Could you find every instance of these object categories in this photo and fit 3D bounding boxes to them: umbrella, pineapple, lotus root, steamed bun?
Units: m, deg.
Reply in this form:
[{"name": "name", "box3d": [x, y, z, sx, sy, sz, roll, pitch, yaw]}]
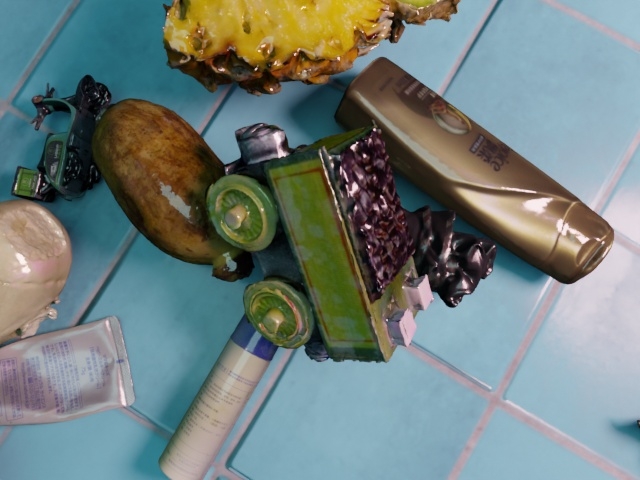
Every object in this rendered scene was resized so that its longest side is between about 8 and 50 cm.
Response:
[{"name": "umbrella", "box3d": [0.071, -0.024, 0.590, 0.272, 0.122, 0.110, 35, 42, 9]}, {"name": "pineapple", "box3d": [-0.002, -0.266, 0.593, 0.286, 0.209, 0.344, 17, 73, -7]}, {"name": "lotus root", "box3d": [-0.165, -0.053, 0.576, 0.128, 0.145, 0.260, -42, 82, 3]}, {"name": "steamed bun", "box3d": [-0.405, 0.066, 0.566, 0.238, 0.170, 0.152, -36, 103, -3]}]

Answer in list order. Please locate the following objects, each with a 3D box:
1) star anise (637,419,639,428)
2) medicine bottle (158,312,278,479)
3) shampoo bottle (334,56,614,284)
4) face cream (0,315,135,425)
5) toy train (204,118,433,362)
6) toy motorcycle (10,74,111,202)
[{"name": "star anise", "box3d": [0.448, 0.226, 0.568, 0.129, 0.056, 0.124, -29, 82, -2]}, {"name": "medicine bottle", "box3d": [-0.109, 0.174, 0.590, 0.059, 0.059, 0.231, 30, 84, 5]}, {"name": "shampoo bottle", "box3d": [0.183, -0.083, 0.595, 0.350, 0.084, 0.125, 38, 54, 5]}, {"name": "face cream", "box3d": [-0.351, 0.175, 0.604, 0.224, 0.070, 0.114, -13, 84, -12]}, {"name": "toy train", "box3d": [0.000, 0.000, 0.505, 0.177, 0.134, 0.261, -8, 109, 33]}, {"name": "toy motorcycle", "box3d": [-0.330, -0.133, 0.636, 0.100, 0.058, 0.173, 9, 85, 8]}]
